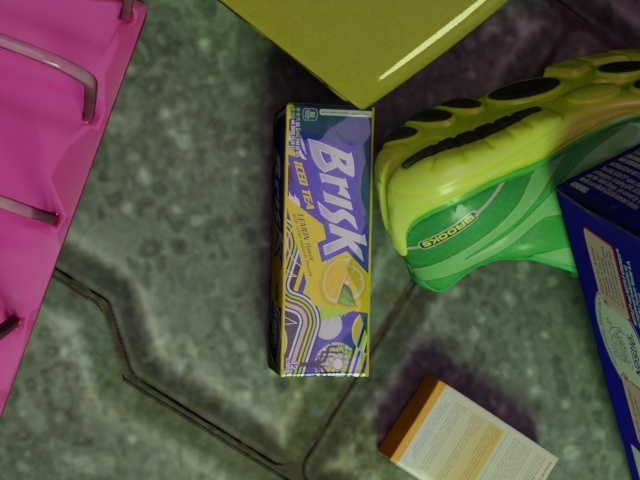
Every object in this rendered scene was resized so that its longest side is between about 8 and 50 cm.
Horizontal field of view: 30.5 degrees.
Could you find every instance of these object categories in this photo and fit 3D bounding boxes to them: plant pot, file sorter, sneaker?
[{"bbox_3d":[0.019,-0.195,0.678,0.212,0.212,0.187,38,95,-9],"label":"plant pot"},{"bbox_3d":[-0.233,-0.044,0.630,0.202,0.182,0.291,20,86,-10],"label":"file sorter"},{"bbox_3d":[0.172,-0.047,0.763,0.295,0.109,0.124,-15,121,-15],"label":"sneaker"}]

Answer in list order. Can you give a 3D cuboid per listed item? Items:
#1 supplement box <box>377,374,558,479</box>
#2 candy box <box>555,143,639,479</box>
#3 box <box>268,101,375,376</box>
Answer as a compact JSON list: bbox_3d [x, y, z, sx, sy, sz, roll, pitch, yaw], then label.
[{"bbox_3d":[0.096,0.140,0.766,0.098,0.036,0.062,35,83,-9],"label":"supplement box"},{"bbox_3d":[0.333,0.025,0.726,0.317,0.122,0.268,-25,118,-8],"label":"candy box"},{"bbox_3d":[0.000,0.000,0.740,0.059,0.054,0.169,1,89,-11],"label":"box"}]
